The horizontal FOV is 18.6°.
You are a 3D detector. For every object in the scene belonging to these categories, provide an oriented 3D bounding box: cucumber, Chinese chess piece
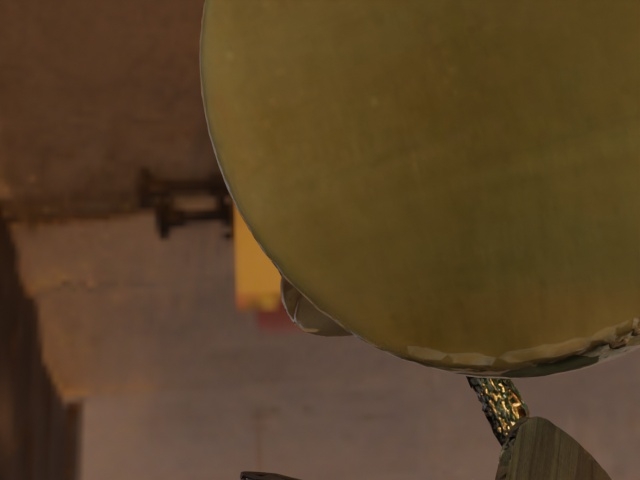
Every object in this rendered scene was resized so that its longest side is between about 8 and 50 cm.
[{"bbox_3d":[0.156,0.109,2.045,0.044,0.257,0.043,-33,-16,18],"label":"cucumber"},{"bbox_3d":[0.102,-0.096,1.111,0.349,0.349,0.146,-28,1,33],"label":"Chinese chess piece"}]

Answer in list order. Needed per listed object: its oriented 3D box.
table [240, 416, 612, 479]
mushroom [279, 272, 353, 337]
[{"bbox_3d":[0.084,0.303,1.361,0.249,0.317,0.317,-8,-31,33],"label":"table"},{"bbox_3d":[0.000,0.005,1.368,0.081,0.223,0.092,-1,-64,-7],"label":"mushroom"}]
